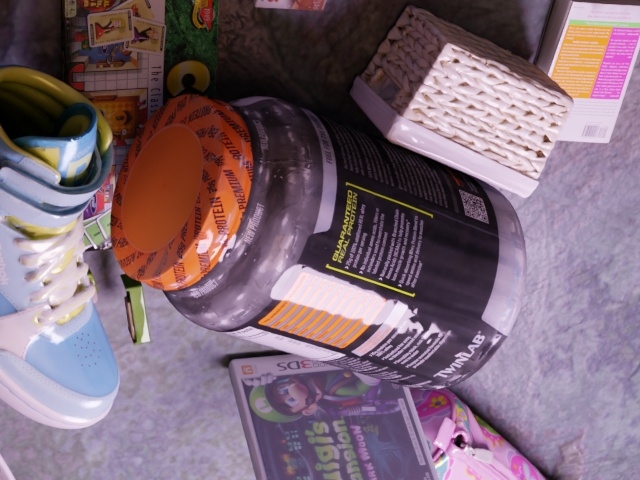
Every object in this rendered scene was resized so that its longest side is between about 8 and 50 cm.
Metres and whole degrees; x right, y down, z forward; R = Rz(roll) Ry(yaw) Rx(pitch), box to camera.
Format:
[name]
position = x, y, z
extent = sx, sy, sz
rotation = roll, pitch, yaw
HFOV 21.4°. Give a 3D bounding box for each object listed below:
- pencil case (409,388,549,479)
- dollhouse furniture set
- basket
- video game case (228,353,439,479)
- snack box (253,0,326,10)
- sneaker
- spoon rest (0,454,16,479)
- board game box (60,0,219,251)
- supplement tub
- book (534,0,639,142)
[pencil case]
position = 0.170, 0.261, 1.771
extent = 0.124, 0.124, 0.284
rotation = -42, 124, 8
[dollhouse furniture set]
position = -0.235, 0.071, 1.542
extent = 0.151, 0.076, 0.059
rotation = -10, 114, -13
[basket]
position = 0.130, -0.128, 1.533
extent = 0.167, 0.113, 0.103
rotation = 20, 109, -28
[video game case]
position = 0.014, 0.187, 1.634
extent = 0.173, 0.190, 0.022
rotation = -4, 141, -17
[snack box]
position = -0.007, -0.265, 1.421
extent = 0.064, 0.022, 0.178
rotation = 1, 140, -18
[sneaker]
position = -0.223, 0.003, 1.380
extent = 0.208, 0.127, 0.319
rotation = -22, 106, 39
[spoon rest]
position = -0.319, 0.249, 1.617
extent = 0.276, 0.084, 0.137
rotation = 31, 106, -32
[board game box]
position = -0.160, -0.111, 1.493
extent = 0.136, 0.030, 0.260
rotation = -7, 121, -18
[supplement tub]
position = 0.000, 0.000, 1.485
extent = 0.338, 0.207, 0.207
rotation = 20, 111, -36
[book]
position = 0.251, -0.162, 1.604
extent = 0.096, 0.035, 0.144
rotation = 2, 119, -24
